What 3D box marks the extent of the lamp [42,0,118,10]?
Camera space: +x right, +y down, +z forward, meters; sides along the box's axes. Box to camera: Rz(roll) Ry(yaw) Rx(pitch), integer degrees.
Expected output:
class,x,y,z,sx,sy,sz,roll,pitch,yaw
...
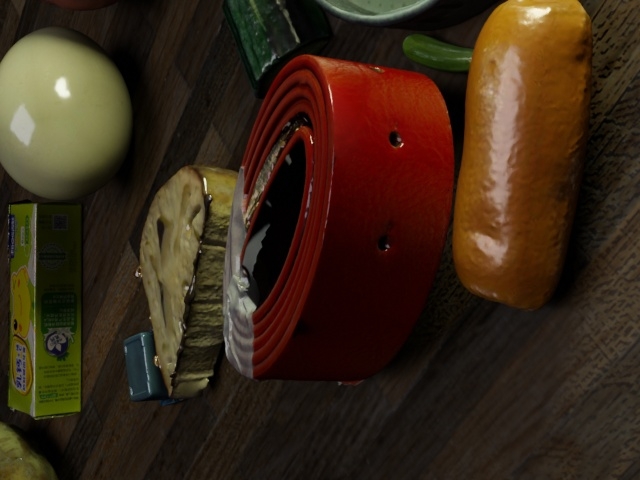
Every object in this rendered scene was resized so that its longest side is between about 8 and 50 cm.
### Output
class,x,y,z,sx,sy,sz,roll,pitch,yaw
lamp,-0.322,-0.444,1.169,0.305,0.239,0.306,0,90,51

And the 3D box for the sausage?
class,x,y,z,sx,sy,sz,roll,pitch,yaw
sausage,0.148,-0.066,0.691,0.098,0.098,0.238,18,105,51

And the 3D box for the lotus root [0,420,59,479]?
class,x,y,z,sx,sy,sz,roll,pitch,yaw
lotus root,-0.485,0.391,1.448,0.309,0.173,0.173,27,110,49

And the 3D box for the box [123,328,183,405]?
class,x,y,z,sx,sy,sz,roll,pitch,yaw
box,-0.207,0.156,1.171,0.074,0.054,0.099,-25,71,51

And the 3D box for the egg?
class,x,y,z,sx,sy,sz,roll,pitch,yaw
egg,-0.343,-0.169,1.239,0.186,0.185,0.242,-39,56,45

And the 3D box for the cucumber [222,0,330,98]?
class,x,y,z,sx,sy,sz,roll,pitch,yaw
cucumber,-0.054,-0.218,0.974,0.116,0.062,0.115,-42,62,45

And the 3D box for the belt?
class,x,y,z,sx,sy,sz,roll,pitch,yaw
belt,0.000,0.000,0.815,0.227,0.115,0.324,-109,32,-47

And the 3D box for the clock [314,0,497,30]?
class,x,y,z,sx,sy,sz,roll,pitch,yaw
clock,0.063,-0.334,0.775,0.318,0.066,0.319,19,115,47

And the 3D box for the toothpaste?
class,x,y,z,sx,sy,sz,roll,pitch,yaw
toothpaste,-0.418,0.100,1.423,0.110,0.077,0.328,0,90,50

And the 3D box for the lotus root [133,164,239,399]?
class,x,y,z,sx,sy,sz,roll,pitch,yaw
lotus root,-0.152,0.031,1.087,0.170,0.074,0.261,46,126,42

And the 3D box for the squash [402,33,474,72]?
class,x,y,z,sx,sy,sz,roll,pitch,yaw
squash,0.104,-0.157,0.798,0.089,0.027,0.027,30,113,44
